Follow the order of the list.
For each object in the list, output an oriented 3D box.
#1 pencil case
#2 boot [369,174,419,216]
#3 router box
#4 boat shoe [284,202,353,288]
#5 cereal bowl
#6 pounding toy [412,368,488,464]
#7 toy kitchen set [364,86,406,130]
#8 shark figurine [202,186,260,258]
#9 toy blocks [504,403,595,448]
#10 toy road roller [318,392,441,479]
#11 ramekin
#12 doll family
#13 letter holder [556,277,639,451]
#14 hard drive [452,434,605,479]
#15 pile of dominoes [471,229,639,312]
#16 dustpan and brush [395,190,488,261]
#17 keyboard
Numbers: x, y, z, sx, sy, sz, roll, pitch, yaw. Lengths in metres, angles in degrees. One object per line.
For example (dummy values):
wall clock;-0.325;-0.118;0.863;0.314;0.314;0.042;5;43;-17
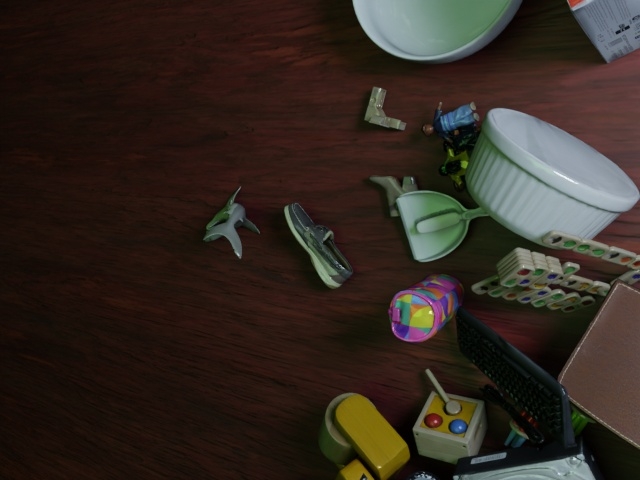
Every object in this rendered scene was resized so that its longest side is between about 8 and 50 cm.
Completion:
pencil case;0.203;0.123;1.102;0.104;0.236;0.104;2;95;24
boot;0.155;-0.094;1.228;0.118;0.042;0.087;6;98;33
router box;0.394;-0.453;0.875;0.082;0.335;0.301;-24;80;33
boat shoe;0.000;0.001;1.317;0.073;0.080;0.223;-35;79;24
cereal bowl;0.235;-0.496;1.092;0.339;0.141;0.338;2;93;33
pounding toy;0.252;0.347;1.146;0.130;0.141;0.100;4;123;33
toy kitchen set;0.135;-0.278;1.213;0.083;0.068;0.075;22;105;30
shark figurine;-0.198;-0.040;1.410;0.116;0.278;0.166;38;83;-14
toy blocks;0.421;0.352;1.074;0.123;0.054;0.148;34;110;27
toy road roller;0.073;0.503;1.164;0.329;0.241;0.202;48;151;25
ramekin;0.368;-0.099;0.966;0.273;0.273;0.127;43;125;24
doll family;0.270;-0.178;1.133;0.111;0.076;0.193;-17;78;37
letter holder;0.545;0.237;0.887;0.302;0.152;0.214;30;85;28
hard drive;0.411;0.522;1.014;0.237;0.064;0.339;-23;98;29
pile of dominoes;0.405;0.073;0.958;0.196;0.251;0.040;127;151;-48
dustpan and brush;0.263;-0.045;1.143;0.211;0.060;0.147;-16;96;20
keyboard;0.332;0.257;1.024;0.317;0.033;0.201;-133;23;-66
